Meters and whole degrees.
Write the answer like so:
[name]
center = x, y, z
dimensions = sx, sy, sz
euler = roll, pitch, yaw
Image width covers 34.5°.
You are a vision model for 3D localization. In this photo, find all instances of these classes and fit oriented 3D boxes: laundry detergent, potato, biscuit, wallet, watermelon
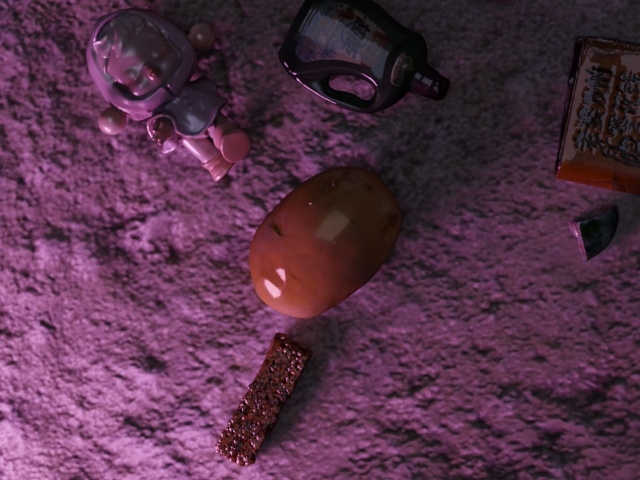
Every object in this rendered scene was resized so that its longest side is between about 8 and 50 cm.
[laundry detergent]
center = 0.064, -0.237, 1.372
dimensions = 0.221, 0.078, 0.144
euler = 31, 101, 3
[potato]
center = 0.000, 0.000, 1.378
dimensions = 0.234, 0.146, 0.150
euler = -45, 57, 11
[biscuit]
center = -0.080, 0.227, 1.455
dimensions = 0.064, 0.034, 0.199
euler = 29, 99, 4
[wallet]
center = 0.396, -0.162, 1.341
dimensions = 0.160, 0.042, 0.196
euler = 11, 97, 8
[watermelon]
center = 0.358, -0.020, 1.366
dimensions = 0.061, 0.085, 0.085
euler = 25, 100, 36

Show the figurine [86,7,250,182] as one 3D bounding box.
[figurine]
center = -0.207, -0.202, 1.391
dimensions = 0.200, 0.133, 0.276
euler = -43, 92, -2
